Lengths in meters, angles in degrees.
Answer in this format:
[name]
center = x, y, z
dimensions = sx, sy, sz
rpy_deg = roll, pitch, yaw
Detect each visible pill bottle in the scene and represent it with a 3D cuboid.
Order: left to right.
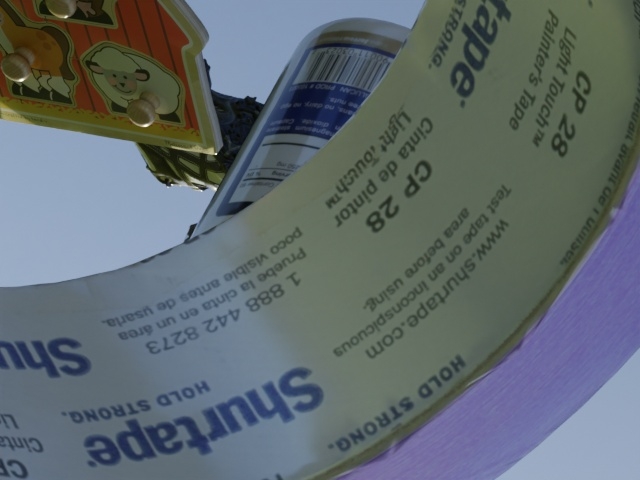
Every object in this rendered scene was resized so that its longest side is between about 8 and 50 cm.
[pill bottle]
center = 0.000, 0.000, 0.764
dimensions = 0.094, 0.169, 0.094
rpy_deg = 19, -32, 13

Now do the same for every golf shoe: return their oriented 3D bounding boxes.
[golf shoe]
center = -0.076, -0.067, 1.398
dimensions = 0.198, 0.077, 0.094
rpy_deg = 41, -36, 8

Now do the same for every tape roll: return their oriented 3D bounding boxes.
[tape roll]
center = -0.029, -0.031, 0.405
dimensions = 0.090, 0.274, 0.275
rpy_deg = 54, -26, 39

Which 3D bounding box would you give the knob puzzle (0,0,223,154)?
[knob puzzle]
center = -0.159, -0.132, 1.160
dimensions = 0.213, 0.030, 0.213
rpy_deg = 19, -39, 16

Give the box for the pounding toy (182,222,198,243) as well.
[pounding toy]
center = -0.027, 0.054, 0.905
dimensions = 0.141, 0.100, 0.130
rpy_deg = -96, 170, -82
